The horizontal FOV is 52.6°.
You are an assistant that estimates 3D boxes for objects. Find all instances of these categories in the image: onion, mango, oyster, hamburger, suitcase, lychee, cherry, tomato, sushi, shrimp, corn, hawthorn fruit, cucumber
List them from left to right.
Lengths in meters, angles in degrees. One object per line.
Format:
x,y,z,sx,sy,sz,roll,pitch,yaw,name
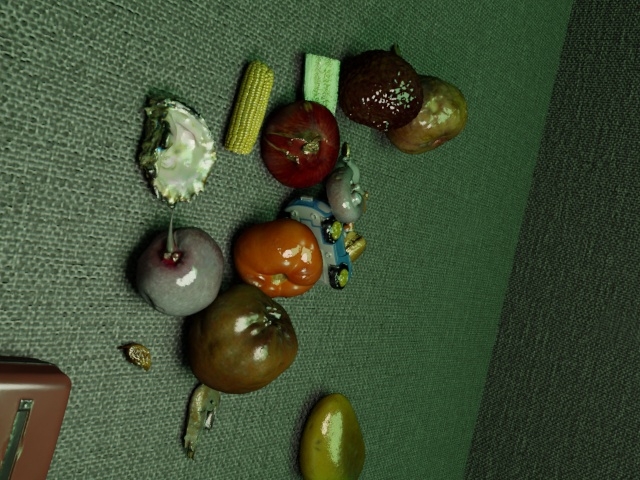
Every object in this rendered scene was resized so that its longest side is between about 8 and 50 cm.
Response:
-0.640,0.378,1.267,0.236,0.161,0.297,17,87,-53,suitcase
-0.444,0.280,1.574,0.099,0.047,0.050,56,45,-24,sushi
-0.340,-0.212,1.515,0.198,0.092,0.260,-44,141,-34,oyster
-0.330,0.074,1.534,0.213,0.183,0.266,-46,138,-18,cherry
-0.326,0.494,1.793,0.126,0.047,0.223,12,90,-62,shrimp
-0.218,0.272,1.683,0.267,0.301,0.268,35,33,-27,hawthorn fruit
-0.181,-0.339,1.670,0.081,0.081,0.248,19,86,-52,corn
-0.109,0.046,1.777,0.260,0.259,0.180,47,33,-47,tomato
-0.044,-0.262,1.792,0.248,0.161,0.248,-26,129,-37,onion
-0.012,-0.414,1.865,0.115,0.063,0.244,-4,112,-25,cucumber
0.045,0.693,2.201,0.253,0.182,0.365,-14,113,-48,mango
0.082,0.034,2.078,0.147,0.083,0.138,-45,175,-2,hamburger
0.183,-0.449,1.944,0.260,0.260,0.261,-20,117,-47,lychee

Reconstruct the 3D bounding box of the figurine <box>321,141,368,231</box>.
0.084,-0.164,2.013,0.143,0.143,0.271,4,100,-52,figurine

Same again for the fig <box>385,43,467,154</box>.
0.327,-0.486,2.156,0.286,0.286,0.369,-13,86,-49,fig

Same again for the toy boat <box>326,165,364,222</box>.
0.086,-0.133,1.833,0.227,0.085,0.155,-55,127,-66,toy boat

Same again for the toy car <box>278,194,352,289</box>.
0.000,0.000,1.921,0.166,0.198,0.314,-43,132,-46,toy car
